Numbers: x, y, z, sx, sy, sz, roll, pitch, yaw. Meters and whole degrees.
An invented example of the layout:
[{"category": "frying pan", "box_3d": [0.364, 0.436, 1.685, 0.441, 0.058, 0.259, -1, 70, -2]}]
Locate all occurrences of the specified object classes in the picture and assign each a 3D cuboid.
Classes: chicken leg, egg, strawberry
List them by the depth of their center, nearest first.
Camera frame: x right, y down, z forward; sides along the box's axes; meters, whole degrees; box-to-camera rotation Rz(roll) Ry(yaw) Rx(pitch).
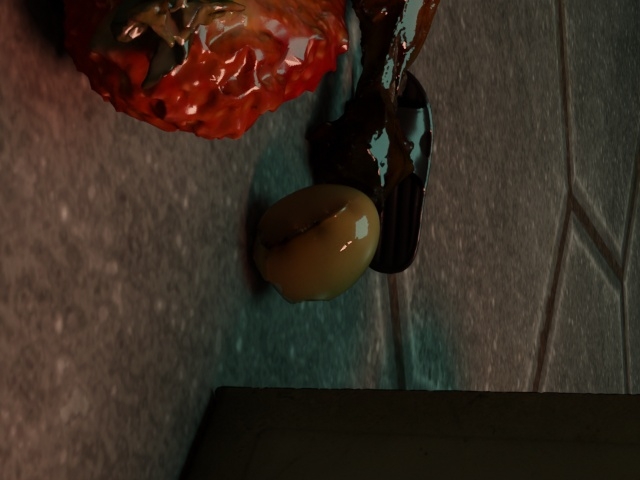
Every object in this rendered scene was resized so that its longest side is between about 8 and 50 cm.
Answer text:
[{"category": "strawberry", "box_3d": [-0.073, -0.127, 0.726, 0.175, 0.106, 0.236, 48, 27, -3]}, {"category": "egg", "box_3d": [0.000, 0.000, 0.932, 0.071, 0.083, 0.071, 53, 18, -27]}, {"category": "chicken leg", "box_3d": [0.055, -0.166, 1.071, 0.113, 0.093, 0.304, 17, 72, -33]}]

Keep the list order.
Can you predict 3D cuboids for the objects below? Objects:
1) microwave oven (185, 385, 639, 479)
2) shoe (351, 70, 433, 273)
[{"category": "microwave oven", "box_3d": [0.115, 0.268, 0.782, 0.333, 0.394, 0.247, -69, 150, -45]}, {"category": "shoe", "box_3d": [0.048, -0.052, 1.103, 0.053, 0.062, 0.159, -22, 114, -66]}]
